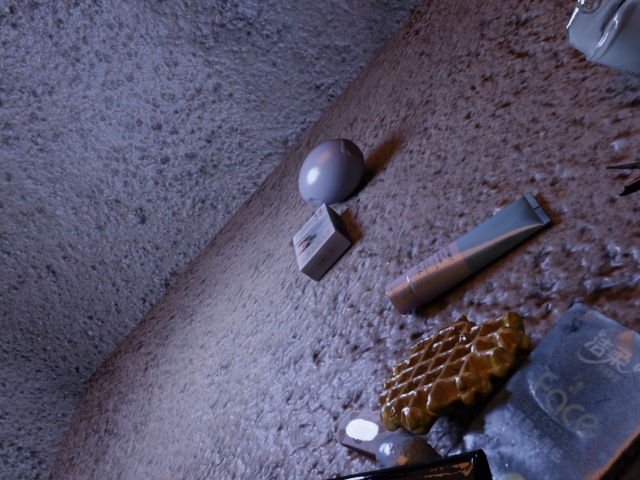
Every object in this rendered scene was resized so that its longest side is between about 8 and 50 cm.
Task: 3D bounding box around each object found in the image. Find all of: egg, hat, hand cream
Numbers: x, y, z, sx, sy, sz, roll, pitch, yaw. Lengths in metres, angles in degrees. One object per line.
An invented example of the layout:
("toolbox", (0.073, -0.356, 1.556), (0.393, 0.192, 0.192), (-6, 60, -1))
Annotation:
("egg", (0.028, -0.201, 1.711), (0.232, 0.176, 0.176), (-43, 22, 24))
("hat", (0.571, -0.341, 0.884), (0.258, 0.167, 0.301), (-21, 35, -25))
("hand cream", (0.263, 0.028, 1.021), (0.312, 0.070, 0.111), (-34, 24, 20))

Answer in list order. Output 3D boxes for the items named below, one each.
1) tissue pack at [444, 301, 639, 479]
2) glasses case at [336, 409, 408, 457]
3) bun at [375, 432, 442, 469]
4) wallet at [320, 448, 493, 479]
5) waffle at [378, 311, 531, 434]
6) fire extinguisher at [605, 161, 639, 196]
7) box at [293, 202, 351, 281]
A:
("tissue pack", (0.277, 0.212, 0.623), (0.257, 0.081, 0.185), (-51, 21, 3))
("glasses case", (0.081, 0.315, 0.915), (0.164, 0.041, 0.063), (-14, 42, 59))
("bun", (0.130, 0.306, 0.716), (0.083, 0.140, 0.141), (-31, 18, -9))
("wallet", (0.065, 0.351, 0.642), (0.318, 0.045, 0.172), (-27, 63, 36))
("waffle", (0.185, 0.181, 0.820), (0.249, 0.056, 0.253), (-40, 1, 11))
("fire extinguisher", (0.499, -0.164, 0.817), (0.252, 0.075, 0.106), (-62, 11, -24))
("box", (0.000, -0.001, 1.586), (0.149, 0.067, 0.233), (-46, 20, 12))
